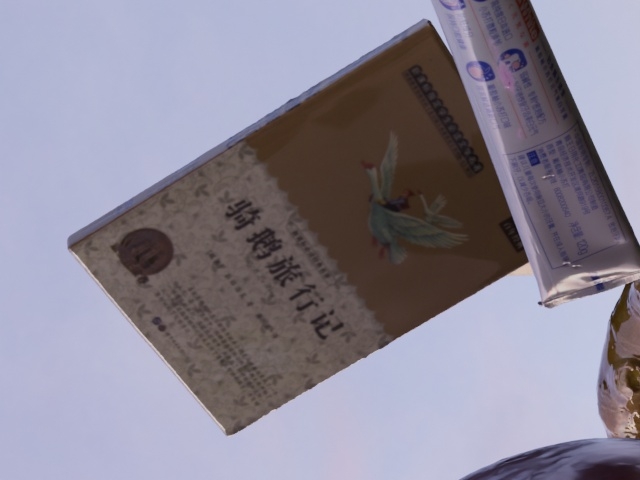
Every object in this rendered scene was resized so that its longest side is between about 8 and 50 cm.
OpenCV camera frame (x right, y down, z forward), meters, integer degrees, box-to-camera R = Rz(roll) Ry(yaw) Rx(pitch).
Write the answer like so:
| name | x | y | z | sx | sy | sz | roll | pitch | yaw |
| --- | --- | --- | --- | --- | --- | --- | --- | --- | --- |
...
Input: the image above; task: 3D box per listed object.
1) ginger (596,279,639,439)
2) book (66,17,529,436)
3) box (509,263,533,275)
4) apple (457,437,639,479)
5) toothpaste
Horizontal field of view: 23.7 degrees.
| name | x | y | z | sx | sy | sz | roll | pitch | yaw |
| --- | --- | --- | --- | --- | --- | --- | --- | --- | --- |
| ginger | 0.226 | 0.050 | 0.975 | 0.115 | 0.081 | 0.205 | -75 | -6 | -51 |
| book | 0.000 | 0.000 | 1.136 | 0.217 | 0.310 | 0.021 | 54 | -169 | -28 |
| box | 0.174 | -0.032 | 1.670 | 0.144 | 0.201 | 0.090 | 96 | 169 | -58 |
| apple | 0.106 | 0.218 | 0.574 | 0.305 | 0.235 | 0.306 | 169 | 90 | -72 |
| toothpaste | 0.080 | -0.053 | 0.607 | 0.033 | 0.052 | 0.218 | -93 | -20 | -51 |
